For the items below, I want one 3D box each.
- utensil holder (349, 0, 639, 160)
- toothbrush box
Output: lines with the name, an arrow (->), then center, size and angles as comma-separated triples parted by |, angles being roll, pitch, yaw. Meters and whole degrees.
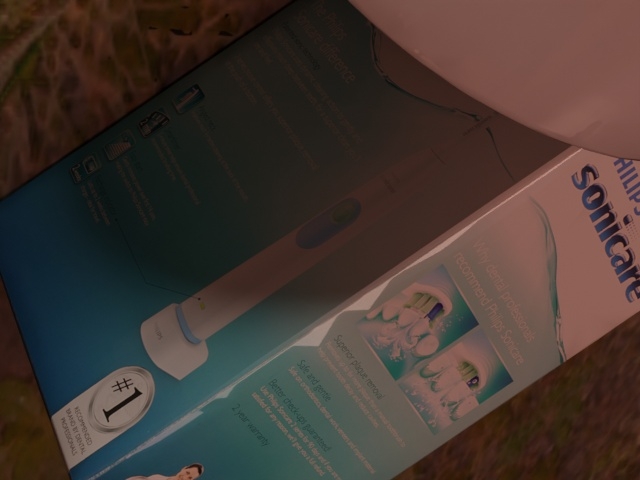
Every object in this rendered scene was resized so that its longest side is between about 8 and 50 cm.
utensil holder -> 0.174, -0.253, 0.448 | 0.327, 0.327, 0.385 | 12, 141, -33
toothbrush box -> 0.000, 0.000, 0.696 | 0.295, 0.216, 0.126 | -36, 133, 0
